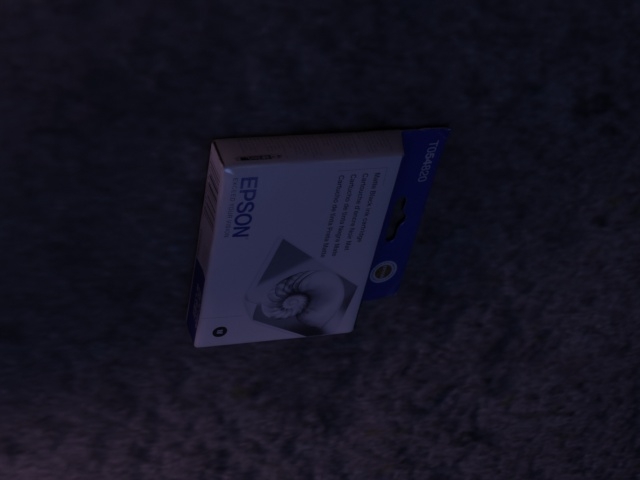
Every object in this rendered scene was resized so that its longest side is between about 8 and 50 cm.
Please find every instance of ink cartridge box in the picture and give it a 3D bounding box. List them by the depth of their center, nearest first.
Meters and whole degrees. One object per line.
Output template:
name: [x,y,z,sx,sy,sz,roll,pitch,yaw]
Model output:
ink cartridge box: [0.000,0.000,1.004,0.223,0.045,0.223,-6,135,-20]
